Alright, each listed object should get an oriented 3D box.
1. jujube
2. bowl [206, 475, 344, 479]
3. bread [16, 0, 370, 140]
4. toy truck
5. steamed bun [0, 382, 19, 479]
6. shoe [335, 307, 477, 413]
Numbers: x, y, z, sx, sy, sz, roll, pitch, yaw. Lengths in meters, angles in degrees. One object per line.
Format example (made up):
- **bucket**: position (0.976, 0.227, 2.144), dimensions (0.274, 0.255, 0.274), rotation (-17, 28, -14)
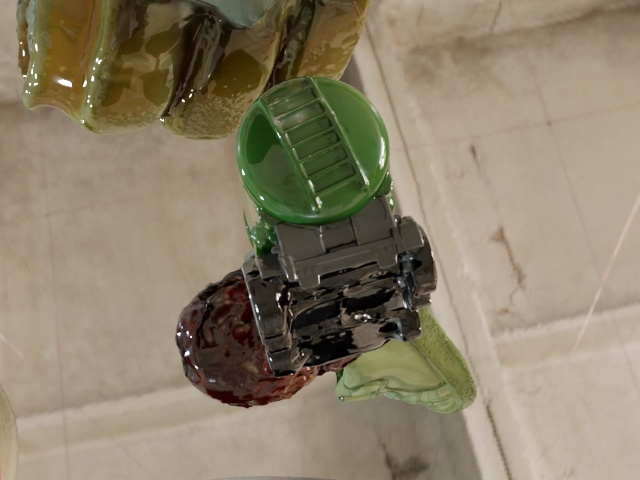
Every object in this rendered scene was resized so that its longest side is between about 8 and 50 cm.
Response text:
- **jujube**: position (-0.023, 0.063, 0.897), dimensions (0.166, 0.104, 0.104), rotation (-14, -119, -21)
- **bowl**: position (-0.027, 0.266, 0.987), dimensions (0.287, 0.287, 0.143), rotation (1, -94, 1)
- **bread**: position (-0.089, -0.228, 1.131), dimensions (0.341, 0.300, 0.210), rotation (5, -160, -33)
- **toy truck**: position (0.000, 0.000, 0.732), dimensions (0.101, 0.242, 0.125), rotation (-17, -106, -5)
- **steamed bun**: position (-0.389, 0.221, 1.107), dimensions (0.283, 0.283, 0.177), rotation (-41, -130, -20)
- **shoe**: position (0.052, 0.075, 1.149), dimensions (0.128, 0.262, 0.140), rotation (-20, -124, 8)
